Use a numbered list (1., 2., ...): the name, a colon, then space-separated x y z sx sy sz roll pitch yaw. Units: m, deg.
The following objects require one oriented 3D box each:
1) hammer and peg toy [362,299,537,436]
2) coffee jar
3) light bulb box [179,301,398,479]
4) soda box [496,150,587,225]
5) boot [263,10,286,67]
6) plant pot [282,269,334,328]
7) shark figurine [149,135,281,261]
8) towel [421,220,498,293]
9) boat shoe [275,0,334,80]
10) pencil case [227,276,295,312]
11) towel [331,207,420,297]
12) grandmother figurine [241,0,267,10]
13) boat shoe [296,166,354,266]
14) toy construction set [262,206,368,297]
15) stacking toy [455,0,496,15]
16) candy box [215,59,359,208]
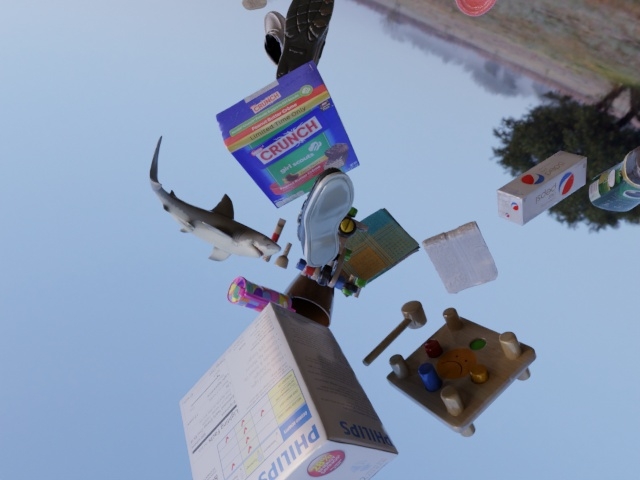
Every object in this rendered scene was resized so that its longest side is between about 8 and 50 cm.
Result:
1. hammer and peg toy: 0.283 0.286 1.178 0.266 0.127 0.361 -37 -156 -18
2. coffee jar: 0.618 -0.121 0.979 0.096 0.079 0.184 10 167 4
3. light bulb box: -0.090 0.399 1.069 0.225 0.358 0.361 31 -162 -39
4. soda box: 0.493 -0.119 1.104 0.216 0.073 0.069 -29 -146 -19
5. boot: -0.146 -0.675 1.658 0.123 0.095 0.258 7 -121 -68
6. plant pot: -0.031 0.197 1.913 0.215 0.215 0.230 22 -131 2
7. shark figurine: -0.212 -0.060 0.920 0.278 0.166 0.116 36 -123 -24
8. towel: 0.469 0.066 1.646 0.282 0.187 0.049 53 -157 -36
9. boat shoe: -0.044 -0.564 1.412 0.123 0.323 0.120 21 -170 5
10. pencil case: -0.197 0.197 1.669 0.236 0.104 0.104 26 -159 -40
11. towel: 0.191 0.043 2.082 0.370 0.040 0.271 -34 -124 -5
12. grandmother figurine: -0.197 -0.855 1.490 0.104 0.208 0.342 -5 -113 14
13. boat shoe: -0.003 -0.060 1.107 0.114 0.302 0.091 -11 -126 -23
14. toy construction set: 0.000 0.000 1.460 0.309 0.237 0.257 21 176 16
15. stacking toy: 0.454 -0.887 1.560 0.309 0.279 0.130 30 -125 10
16. candy box: -0.069 -0.251 1.260 0.122 0.268 0.317 66 -174 30
